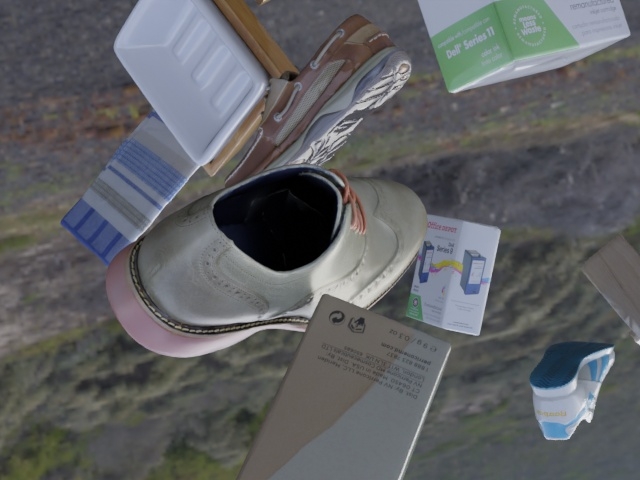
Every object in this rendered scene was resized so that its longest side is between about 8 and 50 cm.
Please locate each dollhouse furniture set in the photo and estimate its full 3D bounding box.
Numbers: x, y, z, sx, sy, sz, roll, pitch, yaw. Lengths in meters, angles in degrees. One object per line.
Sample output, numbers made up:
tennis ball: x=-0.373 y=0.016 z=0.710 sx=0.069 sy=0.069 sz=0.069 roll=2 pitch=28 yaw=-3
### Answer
dollhouse furniture set: x=0.606 y=0.040 z=1.524 sx=0.394 sy=0.256 sz=0.362 roll=-41 pitch=156 yaw=11

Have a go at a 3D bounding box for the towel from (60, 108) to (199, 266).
towel: x=-0.321 y=-0.097 z=1.995 sx=0.285 sy=0.209 sz=0.034 roll=-51 pitch=134 yaw=-5

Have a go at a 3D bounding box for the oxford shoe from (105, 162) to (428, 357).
oxford shoe: x=0.000 y=0.000 z=1.015 sx=0.146 sy=0.140 sz=0.397 roll=-39 pitch=169 yaw=37

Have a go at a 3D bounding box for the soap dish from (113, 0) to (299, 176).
soap dish: x=-0.180 y=-0.285 z=1.797 sx=0.118 sy=0.291 sz=0.229 roll=-18 pitch=157 yaw=-49

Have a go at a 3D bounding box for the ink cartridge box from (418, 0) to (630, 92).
ink cartridge box: x=0.200 y=-0.369 z=1.311 sx=0.207 sy=0.354 sz=0.119 roll=-17 pitch=178 yaw=-34

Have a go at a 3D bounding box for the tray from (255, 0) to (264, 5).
tray: x=0.020 y=-0.614 z=2.057 sx=0.410 sy=0.203 sz=0.076 roll=-31 pitch=-173 yaw=-11

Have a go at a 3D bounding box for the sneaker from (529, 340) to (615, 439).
sneaker: x=0.358 y=0.205 z=1.614 sx=0.087 sy=0.092 sz=0.228 roll=-1 pitch=-165 yaw=34

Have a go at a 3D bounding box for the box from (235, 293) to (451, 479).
box: x=-0.007 y=0.219 z=0.930 sx=0.121 sy=0.311 sz=0.148 roll=22 pitch=150 yaw=8

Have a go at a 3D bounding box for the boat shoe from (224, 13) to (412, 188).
boat shoe: x=-0.019 y=-0.175 z=1.542 sx=0.324 sy=0.116 sz=0.123 roll=-41 pitch=167 yaw=23

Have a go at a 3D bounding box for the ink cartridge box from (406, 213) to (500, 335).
ink cartridge box: x=0.257 y=0.062 z=2.206 sx=0.093 sy=0.213 sz=0.154 roll=13 pitch=-179 yaw=-24
